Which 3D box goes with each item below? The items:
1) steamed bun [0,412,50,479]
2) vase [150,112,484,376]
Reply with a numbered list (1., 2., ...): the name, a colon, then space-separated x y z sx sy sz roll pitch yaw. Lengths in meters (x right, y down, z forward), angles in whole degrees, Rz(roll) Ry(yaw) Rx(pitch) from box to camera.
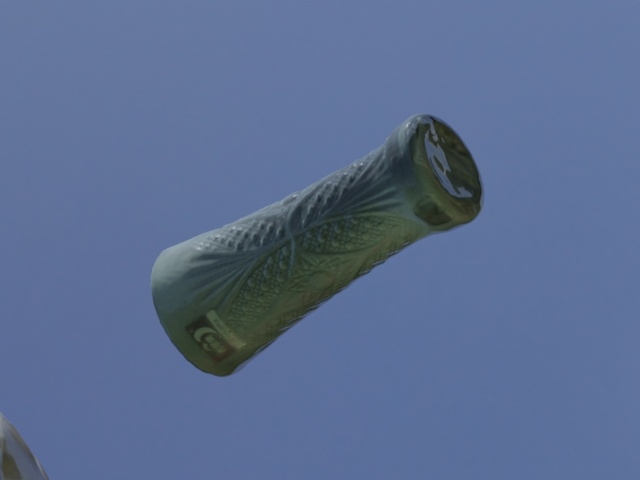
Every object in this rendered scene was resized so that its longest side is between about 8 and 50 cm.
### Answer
1. steamed bun: -0.190 0.195 0.735 0.236 0.247 0.383 7 -42 -17
2. vase: 0.000 0.000 1.272 0.219 0.096 0.096 -31 -31 31
